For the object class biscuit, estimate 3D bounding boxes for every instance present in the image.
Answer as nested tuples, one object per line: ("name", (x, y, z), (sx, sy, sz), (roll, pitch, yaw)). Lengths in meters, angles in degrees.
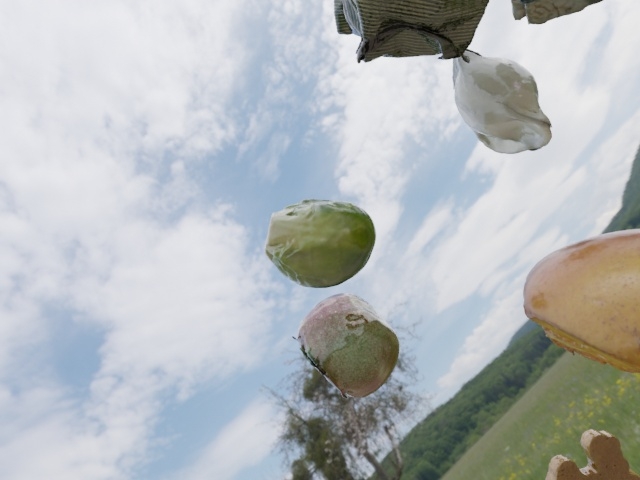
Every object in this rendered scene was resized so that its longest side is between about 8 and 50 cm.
("biscuit", (0.475, 0.428, 0.783), (0.144, 0.236, 0.040), (-34, 11, -1))

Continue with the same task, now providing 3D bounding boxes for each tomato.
("tomato", (0.083, 0.291, 1.356), (0.239, 0.303, 0.303), (-43, -29, -4))

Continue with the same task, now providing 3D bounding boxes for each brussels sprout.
("brussels sprout", (0.000, 0.005, 0.770), (0.181, 0.143, 0.161), (3, -11, 1))

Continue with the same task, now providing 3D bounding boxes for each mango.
("mango", (0.444, 0.087, 0.617), (0.201, 0.350, 0.198), (-28, -77, -37))

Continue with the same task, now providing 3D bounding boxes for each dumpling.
("dumpling", (0.471, -0.360, 1.273), (0.181, 0.341, 0.260), (-54, -22, -16))

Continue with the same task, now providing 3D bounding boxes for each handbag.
("handbag", (0.182, -0.519, 0.983), (0.341, 0.247, 0.240), (-10, -39, -19))

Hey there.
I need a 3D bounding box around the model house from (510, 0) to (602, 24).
("model house", (0.501, -0.684, 1.012), (0.284, 0.244, 0.298), (27, -117, -47))
